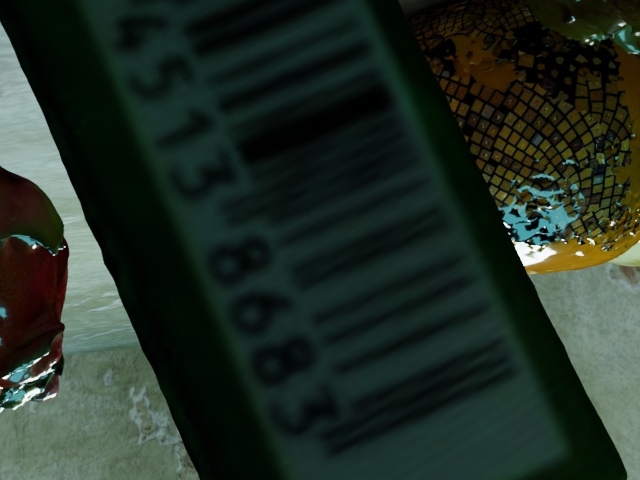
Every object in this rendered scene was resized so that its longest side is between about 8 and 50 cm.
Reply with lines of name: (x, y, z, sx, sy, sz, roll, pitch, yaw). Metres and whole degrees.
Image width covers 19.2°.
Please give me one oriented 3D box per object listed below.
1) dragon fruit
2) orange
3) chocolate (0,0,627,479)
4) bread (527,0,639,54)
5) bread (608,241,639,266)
dragon fruit: (-0.274, 0.017, 1.111, 0.269, 0.200, 0.198, -5, 160, -37)
orange: (0.120, -0.066, 1.215, 0.234, 0.182, 0.234, -3, -176, 0)
chocolate: (0.000, 0.000, 0.873, 0.161, 0.360, 0.341, -25, 173, 4)
bread: (0.142, -0.153, 0.645, 0.077, 0.139, 0.271, -19, 179, -26)
bread: (0.364, -0.074, 1.592, 0.333, 0.160, 0.333, -9, 174, -1)
